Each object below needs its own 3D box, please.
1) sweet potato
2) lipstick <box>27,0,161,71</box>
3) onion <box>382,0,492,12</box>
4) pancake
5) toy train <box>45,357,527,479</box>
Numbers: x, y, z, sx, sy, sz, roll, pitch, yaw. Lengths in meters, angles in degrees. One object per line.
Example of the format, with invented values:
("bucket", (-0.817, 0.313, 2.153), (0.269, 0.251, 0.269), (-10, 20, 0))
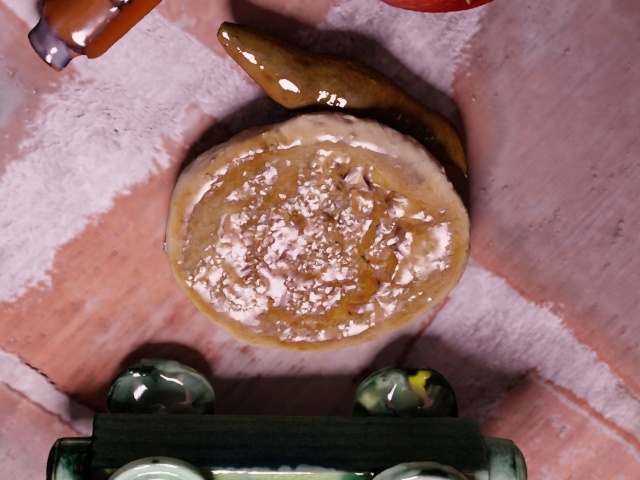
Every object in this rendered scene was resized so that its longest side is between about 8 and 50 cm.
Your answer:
("sweet potato", (0.028, -0.125, 1.347), (0.274, 0.067, 0.067), (24, 109, -21))
("lipstick", (-0.071, -0.285, 1.241), (0.418, 0.077, 0.077), (-40, 117, 10))
("onion", (0.116, -0.284, 1.214), (0.248, 0.161, 0.248), (-42, 152, -28))
("pancake", (0.000, -0.001, 1.393), (0.282, 0.049, 0.282), (-2, 126, -2))
("toy train", (-0.033, 0.265, 1.458), (0.442, 0.179, 0.272), (2, 124, -4))
